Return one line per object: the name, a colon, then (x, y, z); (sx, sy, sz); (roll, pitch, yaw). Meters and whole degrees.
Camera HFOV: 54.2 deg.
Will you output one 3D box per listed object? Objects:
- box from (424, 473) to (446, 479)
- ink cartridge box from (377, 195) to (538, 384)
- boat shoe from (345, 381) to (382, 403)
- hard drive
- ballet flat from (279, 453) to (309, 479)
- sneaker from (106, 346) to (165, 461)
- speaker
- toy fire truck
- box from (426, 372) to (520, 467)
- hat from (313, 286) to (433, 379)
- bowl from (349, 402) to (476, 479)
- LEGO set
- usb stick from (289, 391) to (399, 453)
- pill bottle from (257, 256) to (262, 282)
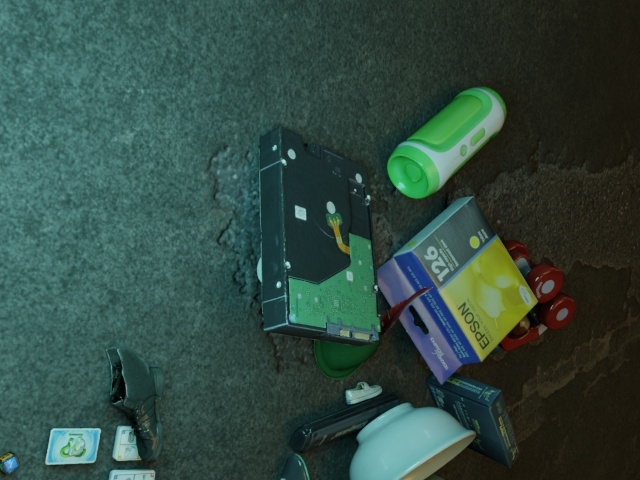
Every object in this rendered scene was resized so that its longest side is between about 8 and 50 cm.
box: (0.179, 0.684, 1.434); (0.311, 0.121, 0.148); (-33, 121, -34)
ink cartridge box: (0.306, 0.107, 1.386); (0.307, 0.072, 0.304); (-39, 102, -28)
boat shoe: (0.092, 0.319, 1.335); (0.100, 0.035, 0.035); (-8, 86, -38)
hard drive: (0.000, 0.000, 1.069); (0.236, 0.064, 0.339); (16, 62, -44)
ballet flat: (-0.053, 0.515, 1.216); (0.074, 0.074, 0.203); (-23, 116, -38)
sneaker: (-0.282, 0.247, 0.940); (0.089, 0.051, 0.170); (15, 73, -52)
speaker: (0.271, -0.212, 1.324); (0.296, 0.131, 0.131); (-41, 124, -29)
toy fire truck: (0.492, 0.167, 1.616); (0.254, 0.169, 0.302); (-39, 127, -2)
box: (0.372, 0.428, 1.520); (0.059, 0.183, 0.233); (-44, 126, -28)
hat: (0.107, 0.199, 1.217); (0.173, 0.183, 0.209); (-29, 118, -36)
bowl: (0.170, 0.440, 1.326); (0.297, 0.134, 0.298); (-26, 151, -16)
LEGO set: (-0.362, 0.365, 0.922); (0.244, 0.060, 0.183); (17, 75, -45)
usb stick: (0.057, 0.373, 1.292); (0.278, 0.045, 0.077); (-6, 142, -42)
pill bottle: (-0.036, 0.061, 1.120); (0.152, 0.086, 0.086); (20, 85, -44)
